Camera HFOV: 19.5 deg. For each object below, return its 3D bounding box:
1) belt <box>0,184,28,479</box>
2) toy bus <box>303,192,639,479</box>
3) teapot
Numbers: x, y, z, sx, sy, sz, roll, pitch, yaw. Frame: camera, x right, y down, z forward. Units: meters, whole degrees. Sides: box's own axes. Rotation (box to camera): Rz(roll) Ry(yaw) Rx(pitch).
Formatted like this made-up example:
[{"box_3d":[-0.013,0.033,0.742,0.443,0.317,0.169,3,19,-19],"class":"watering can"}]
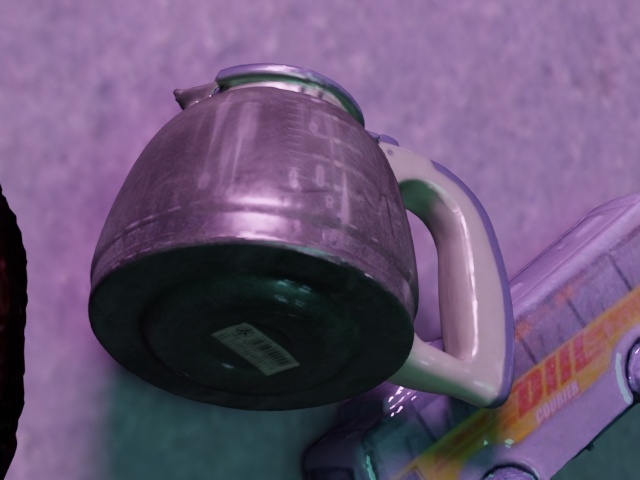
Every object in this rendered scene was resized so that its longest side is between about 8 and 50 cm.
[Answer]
[{"box_3d":[-0.195,0.079,0.513,0.184,0.164,0.289,35,83,-5],"class":"belt"},{"box_3d":[0.079,0.057,0.721,0.190,0.064,0.075,-36,99,-26],"class":"toy bus"},{"box_3d":[-0.002,-0.006,0.648,0.149,0.111,0.108,4,57,1],"class":"teapot"}]
